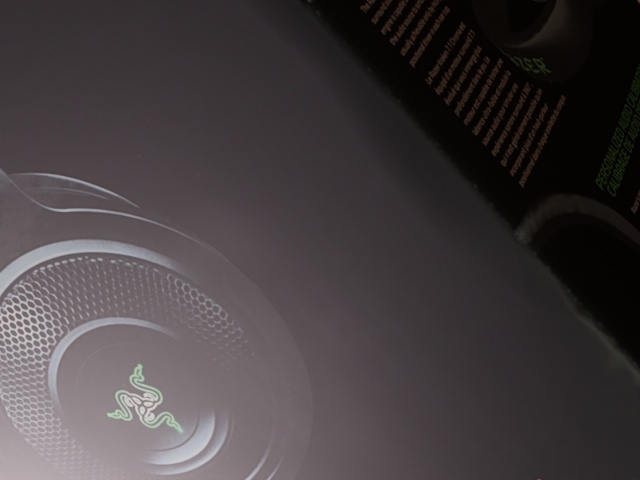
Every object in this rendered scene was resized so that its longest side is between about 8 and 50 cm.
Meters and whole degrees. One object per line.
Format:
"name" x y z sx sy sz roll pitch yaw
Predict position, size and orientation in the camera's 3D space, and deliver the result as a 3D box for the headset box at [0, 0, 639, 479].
"headset box" -0.057 -0.024 0.441 0.246 0.283 0.131 -34 -165 36
